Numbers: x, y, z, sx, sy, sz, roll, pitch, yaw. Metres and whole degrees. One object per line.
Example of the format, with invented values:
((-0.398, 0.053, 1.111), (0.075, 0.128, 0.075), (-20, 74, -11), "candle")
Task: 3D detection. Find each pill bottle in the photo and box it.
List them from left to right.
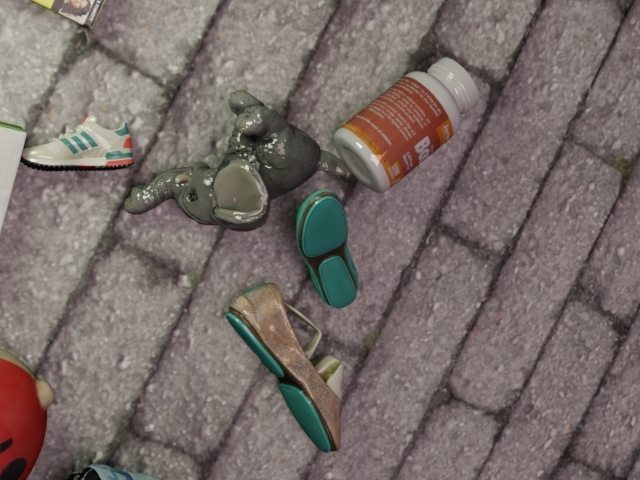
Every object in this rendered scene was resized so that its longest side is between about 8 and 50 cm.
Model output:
((0.136, -0.181, 1.758), (0.216, 0.121, 0.121), (-40, 116, -11), "pill bottle")

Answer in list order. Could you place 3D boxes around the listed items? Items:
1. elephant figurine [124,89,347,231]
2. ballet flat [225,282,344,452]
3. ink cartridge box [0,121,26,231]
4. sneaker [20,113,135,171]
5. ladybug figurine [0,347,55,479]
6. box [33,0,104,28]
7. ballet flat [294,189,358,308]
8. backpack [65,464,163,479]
((-0.125, -0.079, 1.647), (0.239, 0.186, 0.169), (-55, 139, 0), "elephant figurine")
((-0.026, 0.196, 1.790), (0.106, 0.107, 0.316), (-41, 118, -19), "ballet flat")
((-0.475, -0.062, 1.525), (0.109, 0.062, 0.209), (13, 97, -28), "ink cartridge box")
((-0.338, -0.136, 1.585), (0.161, 0.057, 0.075), (-2, 87, -24), "sneaker")
((-0.562, 0.302, 1.520), (0.449, 0.162, 0.305), (-29, 113, -17), "ladybug figurine")
((-0.390, -0.365, 1.490), (0.232, 0.058, 0.087), (25, 92, -29), "box")
((0.000, 0.000, 1.733), (0.083, 0.087, 0.247), (-24, 136, -9), "ballet flat")
((-0.320, 0.501, 1.628), (0.273, 0.290, 0.355), (6, 74, -28), "backpack")
